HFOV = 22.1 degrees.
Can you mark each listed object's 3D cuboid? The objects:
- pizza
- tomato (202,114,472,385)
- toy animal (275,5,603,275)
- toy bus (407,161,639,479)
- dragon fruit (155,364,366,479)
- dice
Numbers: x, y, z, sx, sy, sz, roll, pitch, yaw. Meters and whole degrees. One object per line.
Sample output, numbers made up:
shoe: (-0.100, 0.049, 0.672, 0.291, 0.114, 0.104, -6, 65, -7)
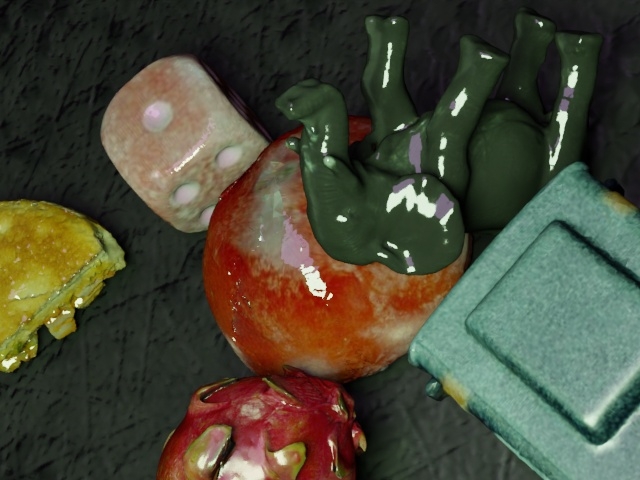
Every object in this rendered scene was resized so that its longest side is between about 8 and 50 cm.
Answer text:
pizza: (-0.228, 0.034, 1.204, 0.175, 0.046, 0.134, 11, 74, 29)
tomato: (0.000, 0.000, 1.075, 0.189, 0.099, 0.173, -33, 57, 9)
toy animal: (0.078, -0.059, 0.991, 0.114, 0.245, 0.146, -133, 47, -55)
toy bus: (0.213, 0.116, 0.868, 0.162, 0.194, 0.323, -49, 58, 2)
dragon fruit: (-0.045, 0.152, 1.023, 0.133, 0.136, 0.166, 28, 104, 23)
dice: (-0.092, -0.069, 1.152, 0.093, 0.091, 0.094, -39, 57, 7)
